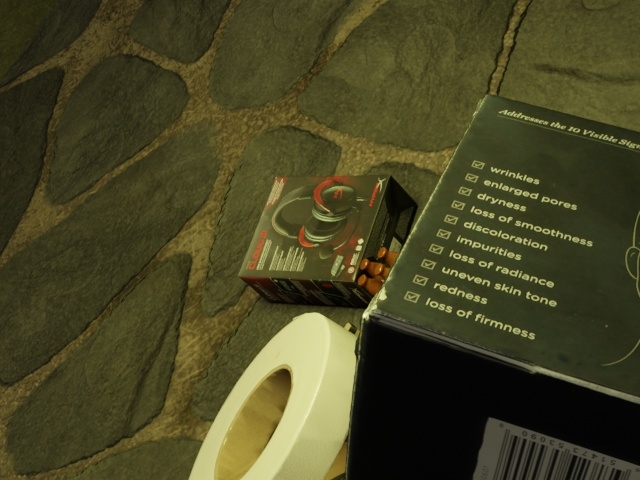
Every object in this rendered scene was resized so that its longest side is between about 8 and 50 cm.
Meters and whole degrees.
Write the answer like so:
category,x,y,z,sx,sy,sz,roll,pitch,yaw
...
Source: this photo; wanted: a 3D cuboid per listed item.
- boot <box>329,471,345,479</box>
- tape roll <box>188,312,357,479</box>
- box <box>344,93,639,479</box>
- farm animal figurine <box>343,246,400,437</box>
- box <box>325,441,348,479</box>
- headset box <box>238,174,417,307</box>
category,x,y,z,sx,sy,sz,roll,pitch,yaw
boot,0.016,0.376,1.624,0.137,0.198,0.076,-33,84,8
tape roll,-0.074,0.288,1.642,0.392,0.072,0.392,-51,16,21
box,0.335,0.108,1.292,0.480,0.297,0.471,17,42,14
farm animal figurine,0.129,0.191,1.714,0.326,0.172,0.330,-51,26,21
box,0.064,0.392,1.719,0.201,0.021,0.164,-8,55,33
headset box,0.000,0.000,1.991,0.293,0.110,0.218,2,61,38
